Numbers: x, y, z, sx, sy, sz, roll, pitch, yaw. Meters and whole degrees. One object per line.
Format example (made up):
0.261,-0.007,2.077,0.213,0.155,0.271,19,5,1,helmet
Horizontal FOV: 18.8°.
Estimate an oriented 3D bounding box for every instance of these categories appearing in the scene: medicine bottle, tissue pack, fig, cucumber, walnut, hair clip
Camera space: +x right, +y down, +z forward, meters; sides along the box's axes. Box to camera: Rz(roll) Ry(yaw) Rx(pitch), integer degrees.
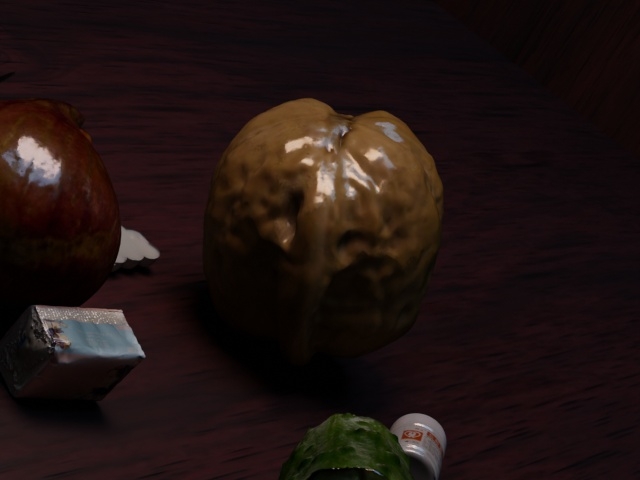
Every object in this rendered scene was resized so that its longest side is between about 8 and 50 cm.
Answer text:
0.082,0.197,1.746,0.057,0.057,0.089,32,19,-1,medicine bottle
-0.202,0.090,1.549,0.094,0.074,0.059,6,48,-45,tissue pack
-0.252,-0.030,1.589,0.205,0.205,0.205,28,20,-11,fig
0.024,0.200,1.569,0.134,0.134,0.244,31,17,-4,cucumber
0.000,0.000,1.817,0.224,0.257,0.257,9,22,0,walnut
-0.250,-0.020,1.782,0.140,0.054,0.220,35,17,21,hair clip

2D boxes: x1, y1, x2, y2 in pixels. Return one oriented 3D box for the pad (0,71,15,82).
-0.367,-0.086,1.618,0.267,0.181,0.004,-58,126,-69,pad
